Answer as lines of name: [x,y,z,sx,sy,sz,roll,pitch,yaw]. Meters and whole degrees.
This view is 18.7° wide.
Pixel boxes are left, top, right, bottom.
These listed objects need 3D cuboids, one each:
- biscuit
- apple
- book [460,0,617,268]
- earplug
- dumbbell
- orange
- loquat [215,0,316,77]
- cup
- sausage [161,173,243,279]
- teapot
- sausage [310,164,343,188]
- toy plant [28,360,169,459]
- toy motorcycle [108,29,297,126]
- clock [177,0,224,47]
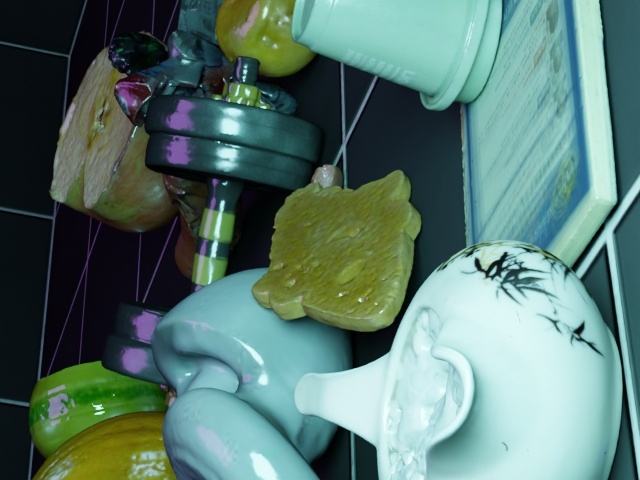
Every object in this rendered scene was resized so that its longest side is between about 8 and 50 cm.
biscuit: [0.019,0.013,1.598,0.162,0.035,0.250,-38,27,4]
apple: [-0.226,-0.132,2.574,0.293,0.163,0.251,15,84,63]
book: [0.144,-0.090,1.355,0.228,0.018,0.322,116,159,-52]
earplug: [-0.044,0.161,1.636,0.325,0.175,0.214,-103,-3,-45]
dumbbell: [-0.108,0.007,1.950,0.185,0.185,0.388,-178,99,-76]
orange: [-0.164,0.285,1.845,0.310,0.274,0.274,-175,96,-84]
loquat: [-0.048,-0.237,2.048,0.137,0.113,0.137,-157,90,-82]
cup: [0.054,-0.164,1.444,0.120,0.141,0.120,-169,90,-79]
sausage: [-0.130,-0.032,2.192,0.326,0.087,0.079,95,154,-70]
teapot: [0.083,0.106,1.187,0.299,0.166,0.208,165,103,-64]
sausage: [0.000,0.000,1.838,0.030,0.035,0.147,46,-131,-67]
toy plant: [-0.257,0.319,2.429,0.224,0.184,0.316,122,139,-67]
toy motorcycle: [-0.130,-0.157,2.079,0.082,0.213,0.122,116,171,-48]
clock: [-0.090,-0.316,2.194,0.280,0.055,0.281,20,-90,-85]
